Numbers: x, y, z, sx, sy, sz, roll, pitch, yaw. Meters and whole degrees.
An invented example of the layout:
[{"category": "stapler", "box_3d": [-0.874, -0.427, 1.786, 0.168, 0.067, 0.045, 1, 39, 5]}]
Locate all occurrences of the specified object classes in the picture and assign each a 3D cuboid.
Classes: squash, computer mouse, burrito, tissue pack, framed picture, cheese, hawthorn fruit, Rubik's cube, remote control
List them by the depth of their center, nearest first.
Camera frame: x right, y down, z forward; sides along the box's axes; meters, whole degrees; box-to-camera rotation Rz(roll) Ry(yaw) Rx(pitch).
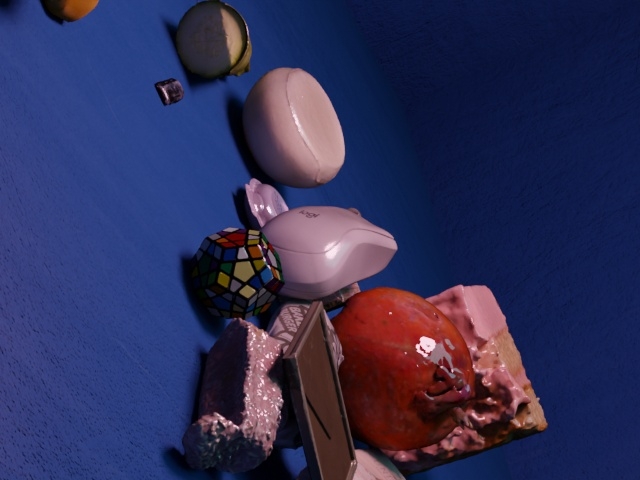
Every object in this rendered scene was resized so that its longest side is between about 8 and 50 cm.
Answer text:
[{"category": "framed picture", "box_3d": [0.007, 0.231, 1.530, 0.189, 0.023, 0.260, -59, 139, -67]}, {"category": "Rubik's cube", "box_3d": [-0.115, 0.046, 1.587, 0.133, 0.133, 0.112, 58, 40, -34]}, {"category": "burrito", "box_3d": [-0.040, 0.202, 1.647, 0.139, 0.101, 0.445, 62, 13, -13]}, {"category": "tissue pack", "box_3d": [0.077, 0.401, 1.765, 0.170, 0.071, 0.325, 48, 7, 17]}, {"category": "remote control", "box_3d": [-0.233, -0.234, 1.805, 0.039, 0.014, 0.096, 66, 14, -7]}, {"category": "computer mouse", "box_3d": [0.000, 0.000, 1.873, 0.296, 0.184, 0.121, -23, 121, -50]}, {"category": "hawthorn fruit", "box_3d": [0.143, 0.230, 1.897, 0.307, 0.276, 0.276, 30, -14, 40]}, {"category": "tissue pack", "box_3d": [0.000, 0.095, 1.970, 0.148, 0.108, 0.060, 2, 67, -75]}, {"category": "cheese", "box_3d": [-0.077, -0.029, 2.000, 0.244, 0.052, 0.135, 44, 29, -62]}, {"category": "squash", "box_3d": [-0.183, -0.343, 2.030, 0.287, 0.137, 0.137, -96, 162, -85]}]

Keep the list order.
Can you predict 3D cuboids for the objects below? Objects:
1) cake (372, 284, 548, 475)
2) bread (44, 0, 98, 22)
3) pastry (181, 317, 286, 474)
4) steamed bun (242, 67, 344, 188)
[{"category": "cake", "box_3d": [0.229, 0.262, 2.171, 0.307, 0.314, 0.293, 71, 15, 11]}, {"category": "bread", "box_3d": [-0.322, -0.315, 1.510, 0.062, 0.049, 0.103, 70, 15, 13]}, {"category": "pastry", "box_3d": [-0.099, 0.198, 1.407, 0.112, 0.103, 0.265, 44, 25, -13]}, {"category": "steamed bun", "box_3d": [-0.064, -0.199, 2.132, 0.232, 0.145, 0.232, 46, 33, -41]}]
